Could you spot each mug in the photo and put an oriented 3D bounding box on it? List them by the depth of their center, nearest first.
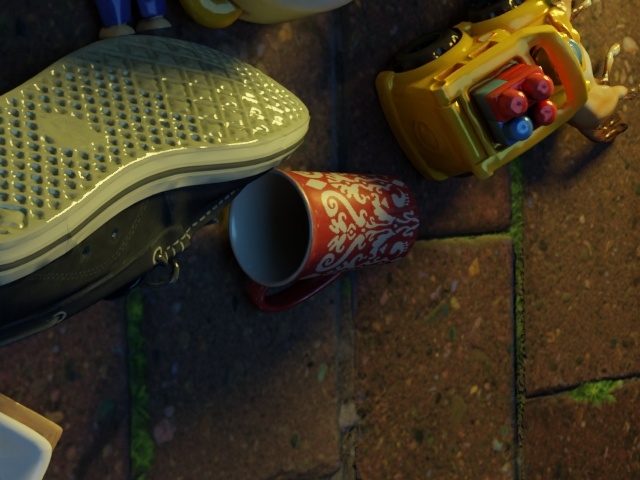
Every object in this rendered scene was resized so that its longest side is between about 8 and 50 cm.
[{"bbox_3d":[-0.002,-0.010,1.329,0.169,0.150,0.113,-6,68,-46],"label":"mug"}]

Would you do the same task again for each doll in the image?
[{"bbox_3d":[-0.188,-0.279,1.201,0.129,0.046,0.189,-15,102,-29],"label":"doll"}]

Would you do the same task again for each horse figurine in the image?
[{"bbox_3d":[0.293,-0.208,1.544,0.174,0.066,0.263,-46,116,-28],"label":"horse figurine"}]

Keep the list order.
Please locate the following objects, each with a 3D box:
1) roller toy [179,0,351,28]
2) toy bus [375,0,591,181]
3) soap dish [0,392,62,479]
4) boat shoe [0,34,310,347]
[{"bbox_3d":[-0.036,-0.299,1.249,0.191,0.146,0.209,2,91,-25],"label":"roller toy"},{"bbox_3d":[0.198,-0.161,1.372,0.220,0.211,0.149,-34,107,-13],"label":"toy bus"},{"bbox_3d":[-0.379,0.184,1.049,0.291,0.118,0.229,36,72,-32],"label":"soap dish"},{"bbox_3d":[-0.184,-0.047,1.121,0.500,0.186,0.156,-36,157,-53],"label":"boat shoe"}]
